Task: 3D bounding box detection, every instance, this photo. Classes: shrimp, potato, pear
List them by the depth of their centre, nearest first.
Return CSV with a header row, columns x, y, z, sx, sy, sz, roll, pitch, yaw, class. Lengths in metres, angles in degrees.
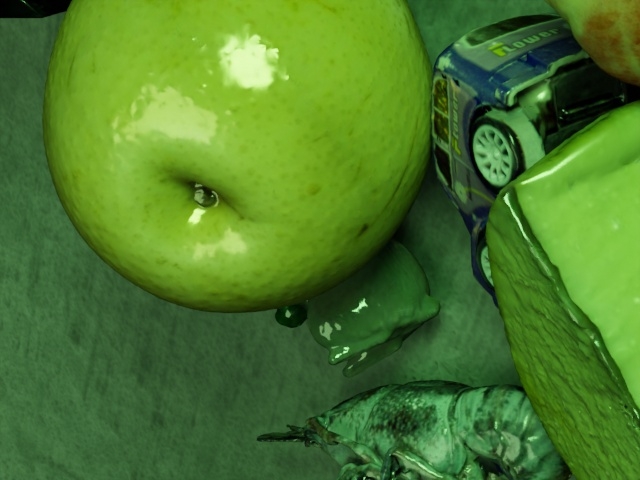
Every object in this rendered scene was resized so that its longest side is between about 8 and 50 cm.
x,y,z,sx,sy,sz,roll,pitch,yaw,class
0.296,0.049,1.326,0.330,0.280,0.213,60,171,2,potato
-0.065,-0.116,1.496,0.348,0.348,0.348,23,127,34,pear
0.071,0.212,1.670,0.372,0.172,0.137,-18,104,41,shrimp

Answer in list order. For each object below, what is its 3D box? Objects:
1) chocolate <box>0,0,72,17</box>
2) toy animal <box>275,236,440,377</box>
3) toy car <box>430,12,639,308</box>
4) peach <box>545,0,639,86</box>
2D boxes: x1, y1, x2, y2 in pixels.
x,y,z,sx,sy,sz,roll,pitch,yaw,class
-0.341,-0.399,1.600,0.383,0.383,0.331,21,119,36,chocolate
0.002,0.000,1.677,0.251,0.127,0.125,62,153,19,toy animal
0.175,-0.067,1.426,0.158,0.172,0.235,38,139,46,toy car
0.258,-0.236,1.197,0.232,0.232,0.257,45,121,16,peach
